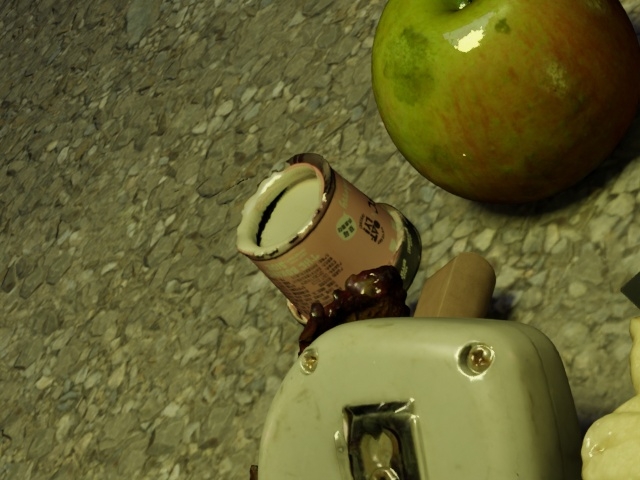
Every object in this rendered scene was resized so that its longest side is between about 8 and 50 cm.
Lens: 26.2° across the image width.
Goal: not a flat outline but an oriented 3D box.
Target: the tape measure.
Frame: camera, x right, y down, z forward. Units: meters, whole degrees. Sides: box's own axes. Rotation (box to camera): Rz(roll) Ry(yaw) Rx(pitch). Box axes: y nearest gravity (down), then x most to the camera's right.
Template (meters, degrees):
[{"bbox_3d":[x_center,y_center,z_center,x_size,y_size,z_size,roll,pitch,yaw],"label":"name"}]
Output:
[{"bbox_3d":[0.067,0.187,1.023,0.258,0.130,0.265,-17,80,38],"label":"tape measure"}]

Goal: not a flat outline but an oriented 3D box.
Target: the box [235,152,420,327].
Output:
[{"bbox_3d":[0.000,0.000,1.360,0.151,0.135,0.151,-31,35,25],"label":"box"}]

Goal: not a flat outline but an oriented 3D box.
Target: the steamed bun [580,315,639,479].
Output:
[{"bbox_3d":[0.306,0.135,0.874,0.292,0.137,0.295,-52,25,0],"label":"steamed bun"}]

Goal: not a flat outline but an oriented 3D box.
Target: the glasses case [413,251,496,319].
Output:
[{"bbox_3d":[0.105,0.118,1.194,0.102,0.070,0.193,-47,21,60],"label":"glasses case"}]

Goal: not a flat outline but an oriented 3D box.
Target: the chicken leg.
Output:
[{"bbox_3d":[0.000,0.148,1.186,0.083,0.177,0.322,14,64,24],"label":"chicken leg"}]

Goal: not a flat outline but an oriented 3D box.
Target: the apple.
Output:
[{"bbox_3d":[0.165,-0.162,1.259,0.246,0.226,0.246,-27,39,24],"label":"apple"}]

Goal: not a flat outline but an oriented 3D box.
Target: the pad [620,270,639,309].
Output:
[{"bbox_3d":[0.321,0.044,1.068,0.116,0.004,0.193,-44,34,6],"label":"pad"}]
